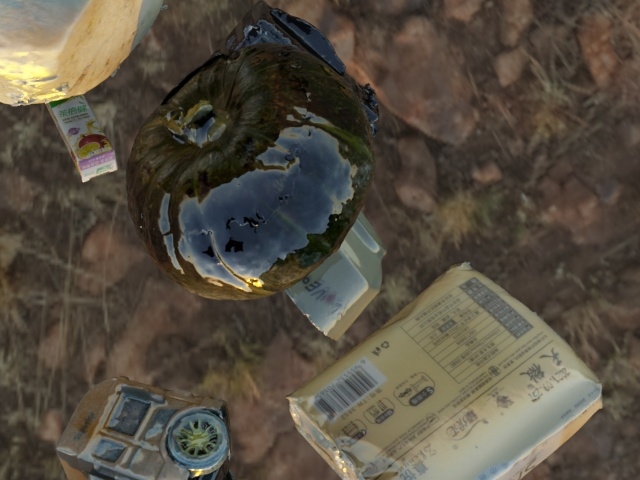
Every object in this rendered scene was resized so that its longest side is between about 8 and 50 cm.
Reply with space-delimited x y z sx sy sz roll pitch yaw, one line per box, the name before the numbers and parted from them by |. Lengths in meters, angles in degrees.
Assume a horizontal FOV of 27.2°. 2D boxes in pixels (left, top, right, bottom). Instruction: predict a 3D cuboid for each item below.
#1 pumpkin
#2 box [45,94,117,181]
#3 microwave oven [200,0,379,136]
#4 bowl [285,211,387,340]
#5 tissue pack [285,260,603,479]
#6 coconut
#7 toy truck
pumpkin | -0.068 -0.062 1.153 0.238 0.238 0.159 -44 130 17
box | -0.318 -0.161 1.695 0.050 0.207 0.041 -20 143 -16
microwave oven | -0.050 -0.219 1.980 0.247 0.178 0.188 40 104 -16
bowl | 0.000 0.000 1.530 0.112 0.211 0.211 -37 119 5
tissue pack | 0.108 0.140 1.139 0.222 0.186 0.090 -36 150 -19
coconut | -0.247 -0.238 1.008 0.247 0.245 0.245 34 113 6
toy truck | -0.159 0.212 0.881 0.140 0.256 0.108 18 150 11
